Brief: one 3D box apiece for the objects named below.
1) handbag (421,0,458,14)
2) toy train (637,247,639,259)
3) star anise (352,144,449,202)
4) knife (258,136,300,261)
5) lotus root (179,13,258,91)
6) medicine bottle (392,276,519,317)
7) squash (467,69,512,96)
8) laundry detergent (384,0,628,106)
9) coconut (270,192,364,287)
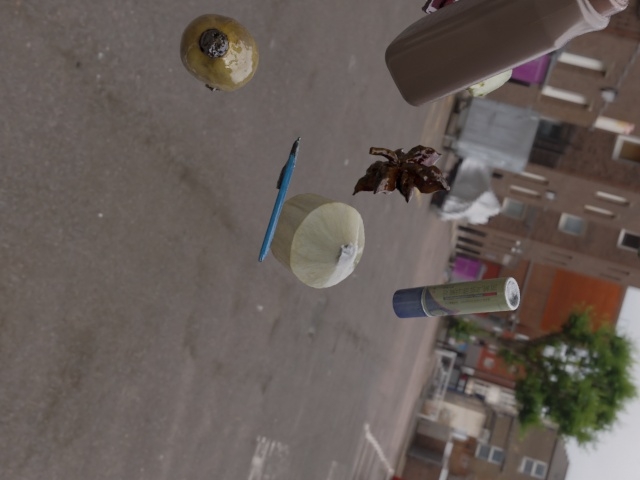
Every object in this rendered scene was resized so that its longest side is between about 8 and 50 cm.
[{"bbox_3d":[0.245,-0.388,1.162,0.203,0.074,0.216,-45,160,25],"label":"handbag"},{"bbox_3d":[0.651,-0.060,1.327,0.299,0.131,0.202,-45,-175,40],"label":"toy train"},{"bbox_3d":[0.164,-0.141,1.712,0.212,0.196,0.111,-95,-176,-81],"label":"star anise"},{"bbox_3d":[-0.084,-0.085,1.673,0.044,0.026,0.296,127,-18,-58],"label":"knife"},{"bbox_3d":[-0.236,-0.437,1.912,0.310,0.183,0.182,-79,-175,-87],"label":"lotus root"},{"bbox_3d":[0.241,0.105,1.499,0.059,0.231,0.059,16,70,-50],"label":"medicine bottle"},{"bbox_3d":[0.248,-0.387,1.394,0.169,0.093,0.252,20,55,-73],"label":"squash"},{"bbox_3d":[0.189,-0.209,0.752,0.171,0.237,0.076,-44,109,-46],"label":"laundry detergent"},{"bbox_3d":[0.000,0.000,1.849,0.222,0.202,0.202,33,-68,55],"label":"coconut"}]
